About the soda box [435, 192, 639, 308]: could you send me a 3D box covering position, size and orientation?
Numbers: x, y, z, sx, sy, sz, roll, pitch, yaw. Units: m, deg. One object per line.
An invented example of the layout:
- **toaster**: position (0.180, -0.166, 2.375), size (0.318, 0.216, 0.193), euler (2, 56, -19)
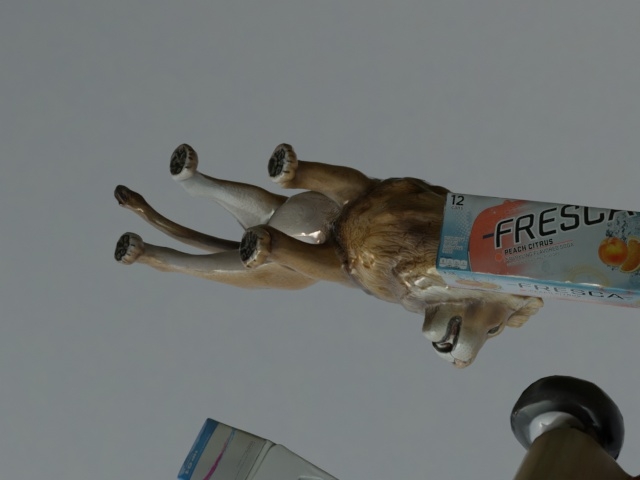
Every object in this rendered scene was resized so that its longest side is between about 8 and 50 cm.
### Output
- **soda box**: position (0.175, 0.009, 1.335), size (0.183, 0.058, 0.063), euler (6, 168, 13)

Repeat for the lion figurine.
- **lion figurine**: position (0.000, 0.000, 1.669), size (0.240, 0.142, 0.392), euler (16, 179, -34)

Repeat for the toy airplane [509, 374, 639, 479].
- **toy airplane**: position (0.156, 0.287, 1.007), size (0.386, 0.272, 0.384), euler (-63, 174, -12)

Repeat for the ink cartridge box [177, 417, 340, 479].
- **ink cartridge box**: position (-0.032, 0.166, 1.281), size (0.052, 0.088, 0.122), euler (-62, -160, -10)
